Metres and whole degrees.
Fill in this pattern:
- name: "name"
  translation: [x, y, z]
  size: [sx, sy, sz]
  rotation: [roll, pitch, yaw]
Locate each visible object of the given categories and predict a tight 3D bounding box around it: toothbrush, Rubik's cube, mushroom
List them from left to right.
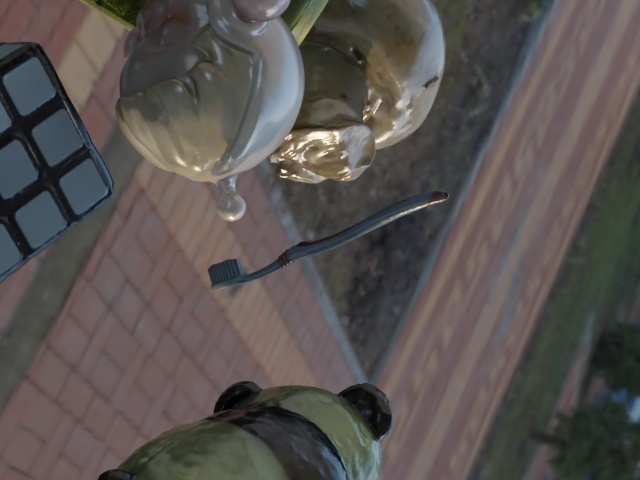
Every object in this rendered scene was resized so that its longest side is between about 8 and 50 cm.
- name: "Rubik's cube"
  translation: [-0.308, -0.069, 1.092]
  size: [0.163, 0.162, 0.160]
  rotation: [-42, 121, -31]
- name: "toothbrush"
  translation: [0.000, 0.000, 0.764]
  size: [0.013, 0.193, 0.019]
  rotation: [-15, 86, -53]
- name: "mushroom"
  translation: [0.003, -0.213, 1.546]
  size: [0.297, 0.298, 0.290]
  rotation: [92, 12, -47]

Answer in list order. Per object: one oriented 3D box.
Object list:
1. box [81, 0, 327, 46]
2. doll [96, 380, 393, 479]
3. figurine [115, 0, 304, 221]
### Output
- name: "box"
  translation: [-0.143, -0.277, 1.199]
  size: [0.173, 0.311, 0.043]
  rotation: [-57, 164, -3]
- name: "doll"
  translation: [-0.044, 0.167, 0.760]
  size: [0.234, 0.144, 0.135]
  rotation: [-20, 106, -52]
- name: "figurine"
  translation: [-0.069, -0.145, 0.837]
  size: [0.144, 0.182, 0.256]
  rotation: [24, 77, -56]
